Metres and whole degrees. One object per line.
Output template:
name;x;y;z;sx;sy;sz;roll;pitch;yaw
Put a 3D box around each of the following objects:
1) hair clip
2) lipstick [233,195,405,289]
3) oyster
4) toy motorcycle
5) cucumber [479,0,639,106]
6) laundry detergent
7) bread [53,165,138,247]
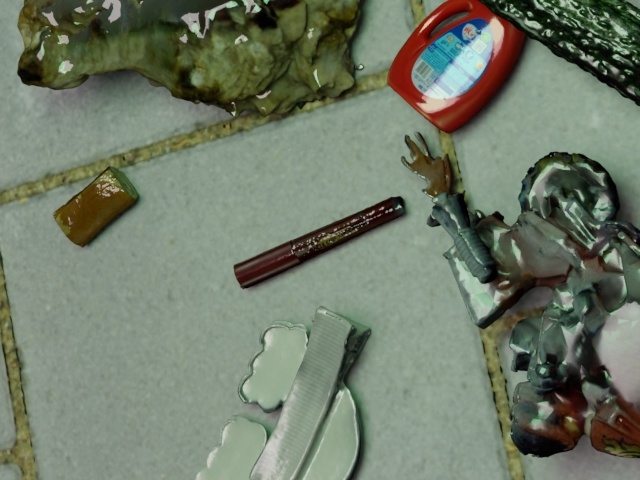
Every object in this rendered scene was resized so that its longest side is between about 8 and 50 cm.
hair clip;-0.022;0.164;1.694;0.140;0.054;0.220;27;99;21
lipstick;0.000;-0.001;1.711;0.176;0.027;0.027;-25;75;21
oyster;-0.125;-0.215;1.736;0.337;0.133;0.197;-2;76;21
toy motorcycle;0.188;0.036;1.559;0.207;0.134;0.401;-42;70;10
cucumber;0.196;-0.199;1.578;0.265;0.077;0.077;33;100;9
laundry detergent;0.137;-0.180;1.651;0.097;0.049;0.165;44;100;23
bread;-0.220;-0.033;1.815;0.083;0.036;0.047;-40;73;20
